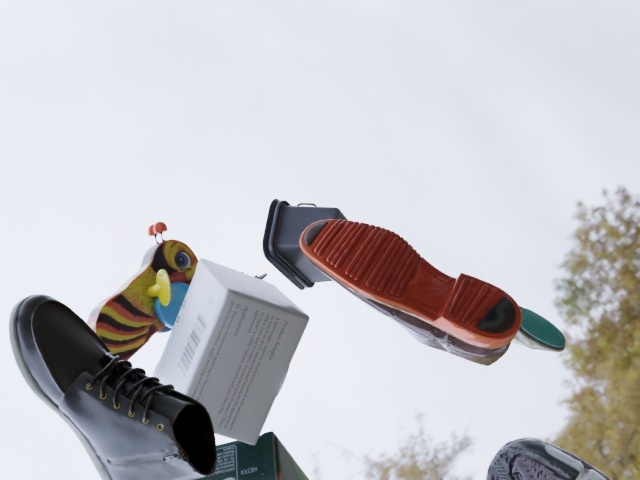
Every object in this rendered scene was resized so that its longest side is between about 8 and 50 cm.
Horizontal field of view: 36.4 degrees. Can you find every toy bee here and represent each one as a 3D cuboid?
[{"bbox_3d":[-0.252,0.064,1.499,0.298,0.195,0.162,-36,-81,-52],"label":"toy bee"}]

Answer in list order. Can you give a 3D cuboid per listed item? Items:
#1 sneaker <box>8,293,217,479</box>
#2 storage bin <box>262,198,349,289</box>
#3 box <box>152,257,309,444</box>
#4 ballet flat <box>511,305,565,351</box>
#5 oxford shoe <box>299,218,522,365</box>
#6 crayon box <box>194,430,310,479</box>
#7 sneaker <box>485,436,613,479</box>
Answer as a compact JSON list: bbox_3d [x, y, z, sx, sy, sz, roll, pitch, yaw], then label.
[{"bbox_3d":[-0.182,0.130,0.885,0.222,0.118,0.083,57,-143,-11],"label":"sneaker"},{"bbox_3d":[0.000,0.000,1.256,0.135,0.091,0.098,48,-134,-54],"label":"storage bin"},{"bbox_3d":[-0.122,0.140,1.274,0.119,0.181,0.182,22,-176,-21],"label":"box"},{"bbox_3d":[0.279,0.120,1.433,0.168,0.052,0.057,31,-135,0],"label":"ballet flat"},{"bbox_3d":[0.092,0.067,1.125,0.271,0.098,0.097,29,-126,16],"label":"oxford shoe"},{"bbox_3d":[-0.101,0.395,1.385,0.318,0.202,0.081,62,-164,-49],"label":"crayon box"},{"bbox_3d":[0.264,0.250,0.756,0.281,0.106,0.162,43,-151,22],"label":"sneaker"}]
